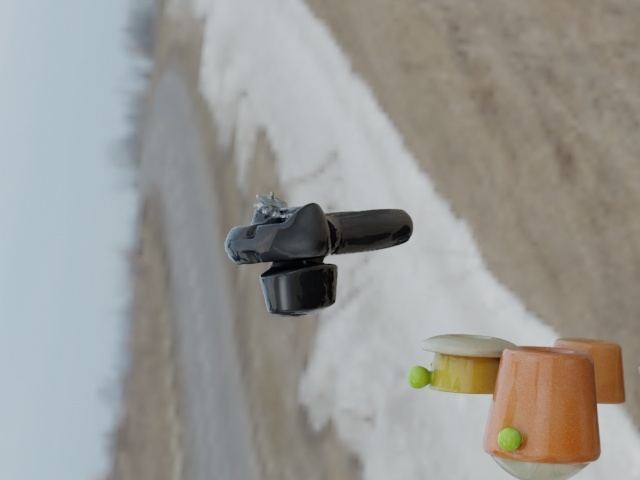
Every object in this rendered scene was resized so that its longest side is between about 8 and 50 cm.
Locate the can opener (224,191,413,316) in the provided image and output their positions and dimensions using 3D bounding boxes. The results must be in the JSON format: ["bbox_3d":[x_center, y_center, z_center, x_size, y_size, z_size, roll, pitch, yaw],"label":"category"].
[{"bbox_3d":[0.000,0.000,1.246,0.186,0.059,0.073,-19,-67,-63],"label":"can opener"}]

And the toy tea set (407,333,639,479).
[{"bbox_3d":[0.249,0.152,1.691,0.200,0.336,0.124,-171,85,-69],"label":"toy tea set"}]
